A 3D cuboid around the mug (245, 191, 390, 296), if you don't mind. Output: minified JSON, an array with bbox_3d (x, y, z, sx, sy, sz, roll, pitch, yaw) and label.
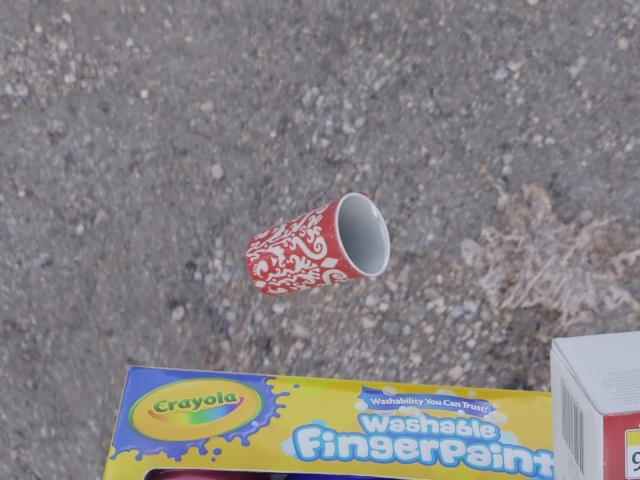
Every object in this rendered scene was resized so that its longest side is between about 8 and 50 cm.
[{"bbox_3d":[0.002,0.010,1.365,0.150,0.169,0.113,-21,92,-54],"label":"mug"}]

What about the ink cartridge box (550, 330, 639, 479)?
[{"bbox_3d":[0.324,0.199,0.683,0.309,0.130,0.272,-5,106,1],"label":"ink cartridge box"}]

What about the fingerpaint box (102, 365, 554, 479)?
[{"bbox_3d":[0.024,0.306,0.887,0.445,0.163,0.371,4,42,-1],"label":"fingerpaint box"}]
